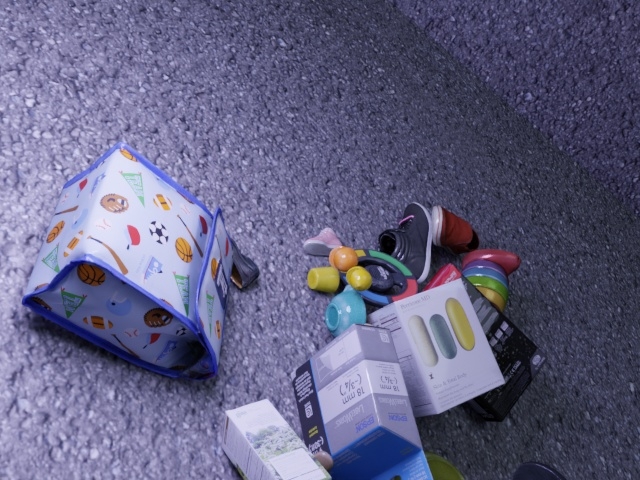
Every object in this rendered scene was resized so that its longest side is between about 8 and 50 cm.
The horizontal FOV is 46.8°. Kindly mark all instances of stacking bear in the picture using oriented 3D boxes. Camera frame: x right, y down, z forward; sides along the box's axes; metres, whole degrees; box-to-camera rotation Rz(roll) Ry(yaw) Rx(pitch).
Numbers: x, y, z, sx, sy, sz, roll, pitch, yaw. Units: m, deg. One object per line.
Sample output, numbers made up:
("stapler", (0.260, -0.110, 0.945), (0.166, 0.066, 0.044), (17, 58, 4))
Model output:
("stacking bear", (0.469, 0.182, 2.141), (0.164, 0.175, 0.289), (16, 51, 4))

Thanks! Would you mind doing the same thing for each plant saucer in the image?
("plant saucer", (0.273, 0.587, 1.679), (0.241, 0.037, 0.241), (25, 42, -25))

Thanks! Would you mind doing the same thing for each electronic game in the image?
("electronic game", (0.150, 0.099, 1.945), (0.229, 0.048, 0.229), (14, 34, -10))

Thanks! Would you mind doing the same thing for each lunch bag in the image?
("lunch bag", (-0.324, 0.055, 1.447), (0.385, 0.239, 0.328), (42, 34, -33))

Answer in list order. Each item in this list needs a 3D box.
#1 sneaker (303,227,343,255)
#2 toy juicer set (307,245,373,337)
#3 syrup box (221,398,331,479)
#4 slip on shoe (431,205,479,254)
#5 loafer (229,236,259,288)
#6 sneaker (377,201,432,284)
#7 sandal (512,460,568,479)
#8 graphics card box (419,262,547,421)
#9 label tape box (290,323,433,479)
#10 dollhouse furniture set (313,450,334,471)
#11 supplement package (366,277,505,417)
("sneaker", (0.000, 0.000, 1.943), (0.134, 0.051, 0.070), (9, 49, -42))
("toy juicer set", (0.080, 0.163, 1.740), (0.089, 0.209, 0.329), (5, 52, -31))
("syrup box", (-0.087, 0.407, 1.361), (0.093, 0.096, 0.237), (-9, 31, -33))
("slip on shoe", (0.398, -0.029, 2.196), (0.331, 0.101, 0.123), (31, 59, -61))
("loafer", (-0.216, 0.038, 1.695), (0.170, 0.062, 0.061), (42, 42, -3))
("sneaker", (0.241, -0.023, 2.142), (0.147, 0.104, 0.296), (31, 44, -27))
("sandal", (0.488, 0.688, 1.526), (0.107, 0.167, 0.446), (7, 68, -47))
("graphics card box", (0.394, 0.271, 1.952), (0.371, 0.094, 0.233), (43, 70, -3))
("label tape box", (0.073, 0.374, 1.513), (0.106, 0.240, 0.334), (14, 48, -36))
("dollhouse furniture set", (0.018, 0.537, 1.379), (0.242, 0.161, 0.212), (50, 38, 5))
("supplement package", (0.258, 0.259, 1.745), (0.199, 0.198, 0.263), (-17, 80, -25))
